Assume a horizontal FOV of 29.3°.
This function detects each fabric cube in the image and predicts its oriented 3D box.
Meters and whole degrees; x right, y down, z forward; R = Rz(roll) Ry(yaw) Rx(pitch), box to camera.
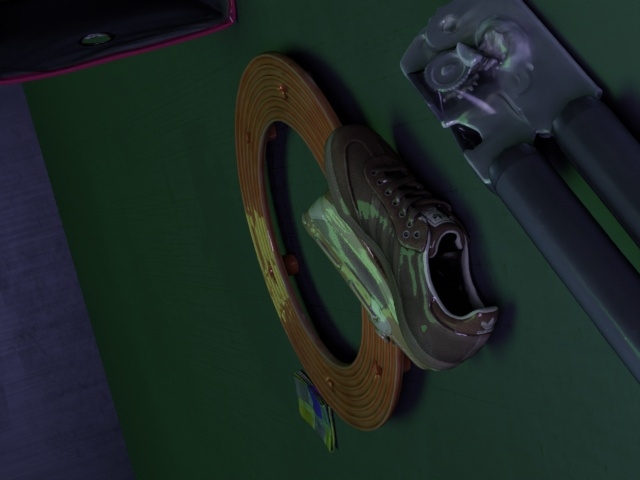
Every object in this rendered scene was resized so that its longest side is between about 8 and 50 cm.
[{"bbox_3d":[-0.255,-0.324,1.161,0.258,0.254,0.259,-136,34,-56],"label":"fabric cube"}]

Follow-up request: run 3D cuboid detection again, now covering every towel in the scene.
[{"bbox_3d":[-0.006,0.176,1.262,0.083,0.009,0.060,-137,36,-58],"label":"towel"}]

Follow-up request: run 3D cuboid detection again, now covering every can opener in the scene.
[{"bbox_3d":[0.133,-0.023,0.619,0.095,0.076,0.283,43,-167,-54],"label":"can opener"}]

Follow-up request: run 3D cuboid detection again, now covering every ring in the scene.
[{"bbox_3d":[0.000,0.000,1.058,0.336,0.032,0.336,162,90,-72],"label":"ring"}]

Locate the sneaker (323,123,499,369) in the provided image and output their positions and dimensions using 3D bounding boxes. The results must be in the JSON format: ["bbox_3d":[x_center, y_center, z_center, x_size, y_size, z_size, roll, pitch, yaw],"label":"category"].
[{"bbox_3d":[0.067,-0.009,0.828,0.071,0.066,0.188,-45,65,48],"label":"sneaker"}]

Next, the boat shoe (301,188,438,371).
[{"bbox_3d":[0.042,0.031,0.873,0.048,0.056,0.153,-41,82,39],"label":"boat shoe"}]
